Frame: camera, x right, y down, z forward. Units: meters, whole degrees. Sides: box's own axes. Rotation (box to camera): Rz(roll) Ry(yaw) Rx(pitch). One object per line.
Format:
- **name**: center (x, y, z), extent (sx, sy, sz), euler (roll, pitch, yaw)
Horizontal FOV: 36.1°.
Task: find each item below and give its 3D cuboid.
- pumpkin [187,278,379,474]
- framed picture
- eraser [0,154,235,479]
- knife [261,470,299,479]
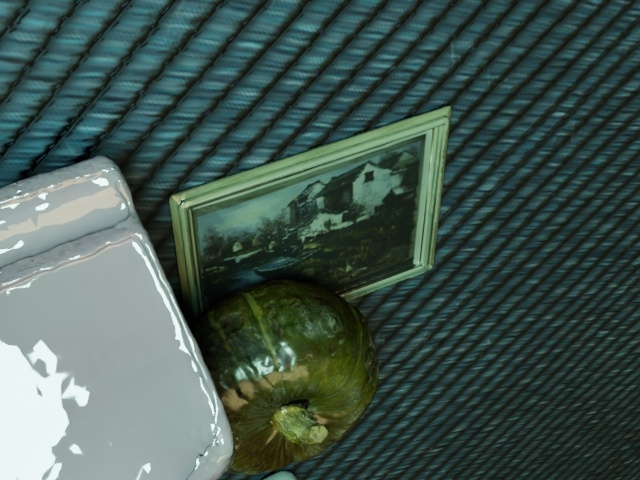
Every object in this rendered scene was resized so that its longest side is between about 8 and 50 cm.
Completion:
- **pumpkin**: center (-0.039, 0.143, 0.958), extent (0.219, 0.162, 0.219), euler (-19, 137, -19)
- **framed picture**: center (0.000, 0.000, 0.979), extent (0.296, 0.019, 0.232), euler (-20, 138, -19)
- **eraser**: center (-0.268, 0.123, 0.721), extent (0.359, 0.272, 0.122), euler (-23, 180, -14)
- **knife**: center (-0.143, 0.363, 1.221), extent (0.265, 0.041, 0.073), euler (-23, 150, -16)
